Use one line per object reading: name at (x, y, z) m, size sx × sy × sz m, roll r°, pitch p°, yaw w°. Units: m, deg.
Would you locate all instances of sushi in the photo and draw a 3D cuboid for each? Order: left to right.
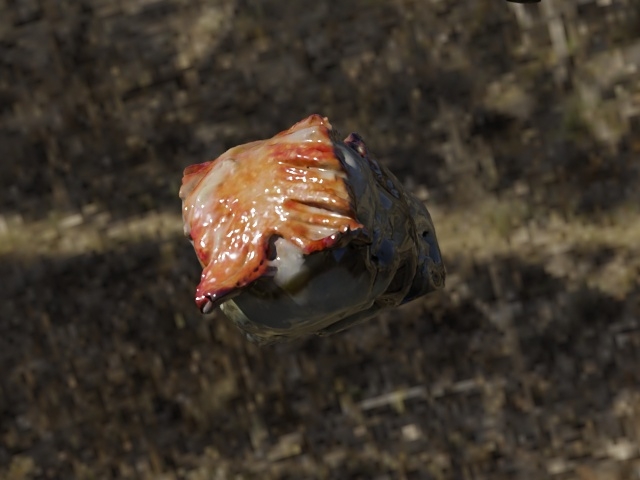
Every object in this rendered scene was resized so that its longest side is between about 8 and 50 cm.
sushi at (0.000, 0.000, 1.204) m, size 0.124 × 0.130 × 0.332 m, roll -28°, pitch -11°, yaw 11°

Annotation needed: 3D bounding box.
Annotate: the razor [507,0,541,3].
razor at (0.010, -0.093, 0.468) m, size 0.155 × 0.044 × 0.028 m, roll 7°, pitch -9°, yaw -44°
